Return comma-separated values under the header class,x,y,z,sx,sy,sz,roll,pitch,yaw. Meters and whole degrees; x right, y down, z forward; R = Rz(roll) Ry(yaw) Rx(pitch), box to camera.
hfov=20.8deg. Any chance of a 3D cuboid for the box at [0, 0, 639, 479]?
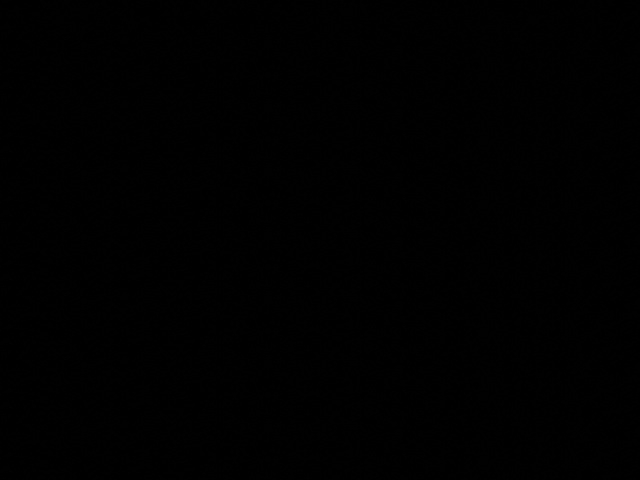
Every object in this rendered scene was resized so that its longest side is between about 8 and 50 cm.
class,x,y,z,sx,sy,sz,roll,pitch,yaw
box,0.057,0.002,0.137,0.297,0.472,0.480,-39,-52,5
